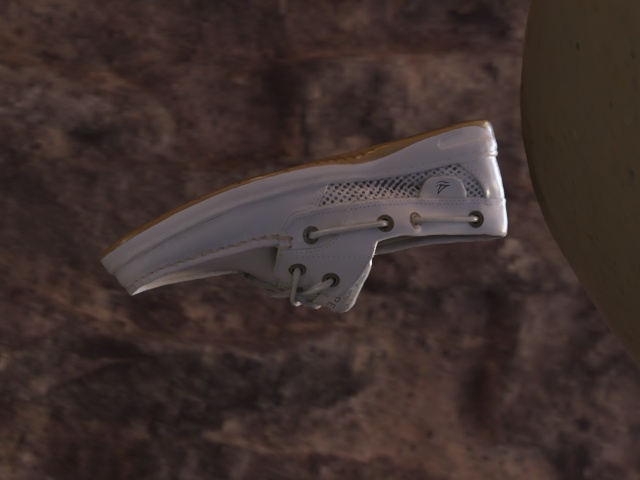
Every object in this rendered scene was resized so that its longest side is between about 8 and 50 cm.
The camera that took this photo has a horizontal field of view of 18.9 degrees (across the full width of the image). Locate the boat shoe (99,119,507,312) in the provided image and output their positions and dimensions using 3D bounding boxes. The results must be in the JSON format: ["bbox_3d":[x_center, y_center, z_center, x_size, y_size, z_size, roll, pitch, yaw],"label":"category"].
[{"bbox_3d":[0.000,0.000,1.222,0.277,0.098,0.096,-17,-92,-19],"label":"boat shoe"}]

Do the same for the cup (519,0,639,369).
[{"bbox_3d":[0.235,0.009,0.387,0.331,0.237,0.331,-11,-42,-10],"label":"cup"}]
